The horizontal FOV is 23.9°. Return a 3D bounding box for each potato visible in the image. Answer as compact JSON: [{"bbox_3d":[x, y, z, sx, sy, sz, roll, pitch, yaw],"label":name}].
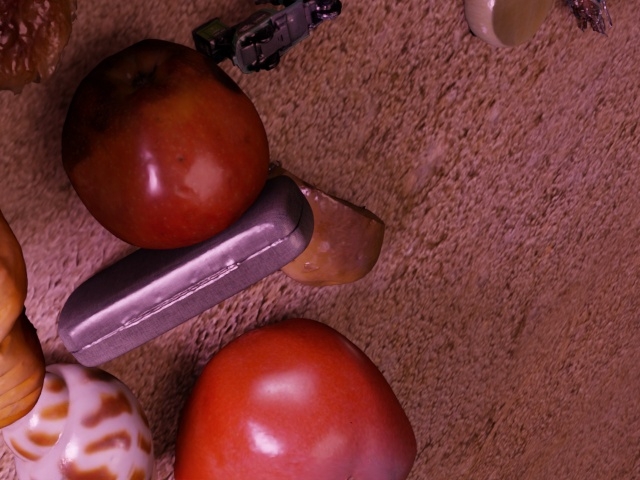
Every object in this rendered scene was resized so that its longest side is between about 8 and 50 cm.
[{"bbox_3d":[0.000,0.000,2.045,0.243,0.098,0.138,24,98,-50],"label":"potato"}]

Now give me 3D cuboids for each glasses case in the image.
[{"bbox_3d":[-0.158,0.035,1.764,0.323,0.131,0.074,-29,112,13],"label":"glasses case"}]

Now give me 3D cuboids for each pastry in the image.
[{"bbox_3d":[-0.334,-0.247,1.514,0.192,0.093,0.182,22,91,-49],"label":"pastry"}]

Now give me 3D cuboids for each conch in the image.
[{"bbox_3d":[-0.300,0.239,1.821,0.275,0.149,0.183,44,86,-14],"label":"conch"}]

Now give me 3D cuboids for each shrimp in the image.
[{"bbox_3d":[0.396,-0.380,2.227,0.076,0.082,0.174,-37,131,-17],"label":"shrimp"}]

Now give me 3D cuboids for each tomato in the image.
[{"bbox_3d":[-0.036,0.281,2.051,0.341,0.273,0.341,-27,133,-34],"label":"tomato"}]

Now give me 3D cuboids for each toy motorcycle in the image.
[{"bbox_3d":[-0.057,-0.260,1.805,0.173,0.100,0.058,-35,137,-22],"label":"toy motorcycle"}]

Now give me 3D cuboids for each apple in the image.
[{"bbox_3d":[-0.177,-0.109,1.686,0.230,0.230,0.230,-27,132,-33],"label":"apple"}]

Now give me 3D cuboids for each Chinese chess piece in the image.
[{"bbox_3d":[0.265,-0.343,2.128,0.144,0.058,0.144,-27,131,-35],"label":"Chinese chess piece"}]

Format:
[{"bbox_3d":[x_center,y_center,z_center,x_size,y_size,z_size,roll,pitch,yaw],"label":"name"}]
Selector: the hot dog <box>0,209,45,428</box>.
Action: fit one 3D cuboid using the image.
[{"bbox_3d":[-0.402,0.016,1.403,0.196,0.365,0.367,-35,137,-29],"label":"hot dog"}]
